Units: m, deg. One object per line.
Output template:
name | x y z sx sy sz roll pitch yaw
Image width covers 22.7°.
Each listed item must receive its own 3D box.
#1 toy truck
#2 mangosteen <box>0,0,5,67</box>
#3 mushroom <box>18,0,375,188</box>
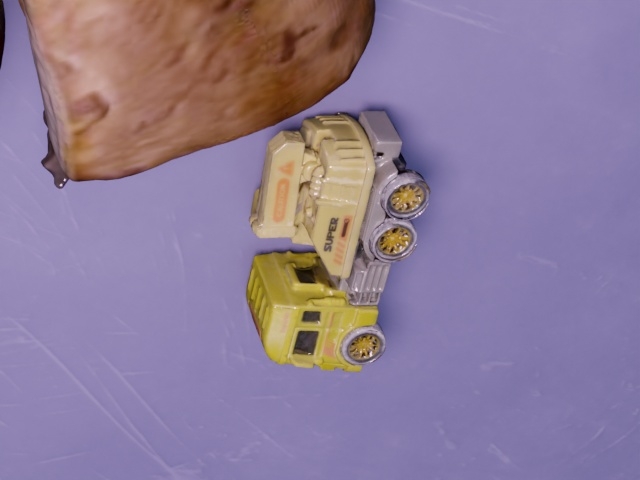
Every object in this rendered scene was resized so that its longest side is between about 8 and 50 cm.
toy truck | 0.000 0.000 1.583 0.157 0.124 0.272 1 125 -18
mangosteen | -0.397 -0.162 1.250 0.311 0.311 0.311 -8 128 -11
mushroom | -0.104 -0.249 1.226 0.314 0.224 0.397 -13 151 -6
